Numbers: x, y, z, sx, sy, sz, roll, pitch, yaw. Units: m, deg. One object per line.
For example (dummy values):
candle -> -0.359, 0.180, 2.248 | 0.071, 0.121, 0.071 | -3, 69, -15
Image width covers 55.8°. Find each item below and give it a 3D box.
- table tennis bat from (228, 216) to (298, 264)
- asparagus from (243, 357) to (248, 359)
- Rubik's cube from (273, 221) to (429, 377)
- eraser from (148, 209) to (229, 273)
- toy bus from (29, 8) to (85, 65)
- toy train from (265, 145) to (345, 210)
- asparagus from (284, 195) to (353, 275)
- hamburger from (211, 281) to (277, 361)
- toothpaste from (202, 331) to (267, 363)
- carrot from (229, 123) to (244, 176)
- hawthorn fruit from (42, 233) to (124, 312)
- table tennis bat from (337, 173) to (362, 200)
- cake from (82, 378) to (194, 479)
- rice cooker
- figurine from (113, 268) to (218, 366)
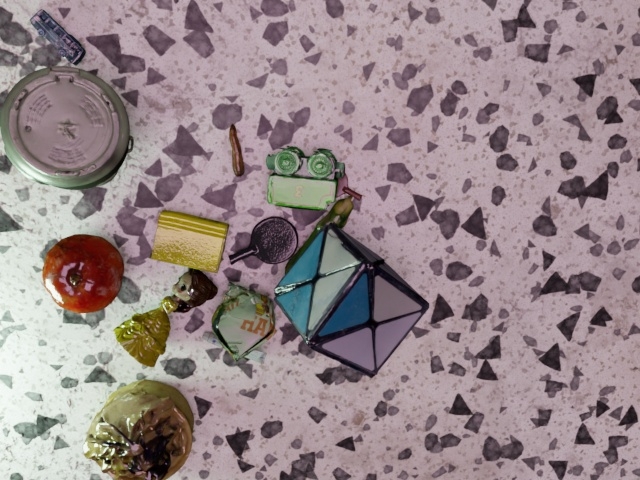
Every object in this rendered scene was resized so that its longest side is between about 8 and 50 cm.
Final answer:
table tennis bat -> -0.183, 0.016, 1.925 | 0.236, 0.027, 0.150 | -24, 89, 4
asparagus -> -0.279, 0.285, 1.983 | 0.034, 0.027, 0.236 | -18, 103, -7
Rubik's cube -> 0.083, 0.179, 1.812 | 0.310, 0.307, 0.305 | 35, 97, -36
eraser -> -0.404, 0.002, 1.887 | 0.226, 0.069, 0.158 | 14, 99, -9
toy bus -> -0.751, -0.581, 1.735 | 0.065, 0.047, 0.166 | -45, 102, 1
toy train -> -0.049, -0.189, 1.846 | 0.243, 0.132, 0.188 | 5, 104, 3
asparagus -> -0.001, -0.001, 1.925 | 0.082, 0.085, 0.343 | 40, 99, 12
hamburger -> -0.250, 0.239, 1.912 | 0.214, 0.125, 0.235 | -41, 106, -25
toothpaste -> -0.281, 0.348, 1.973 | 0.218, 0.033, 0.052 | 21, 119, 3
carrot -> -0.259, -0.277, 1.860 | 0.035, 0.035, 0.165 | -6, 100, -5
hawthorn fruit -> -0.703, 0.105, 1.775 | 0.242, 0.271, 0.242 | -2, 100, -11
table tennis bat -> 0.061, -0.171, 1.910 | 0.154, 0.019, 0.098 | 29, 95, 3
cake -> -0.562, 0.633, 1.882 | 0.332, 0.321, 0.332 | -1, 100, -5
rice cooker -> -0.693, -0.297, 1.661 | 0.335, 0.325, 0.335 | -1, 94, -18
figurine -> -0.475, 0.216, 1.887 | 0.168, 0.187, 0.315 | 43, 87, -11
